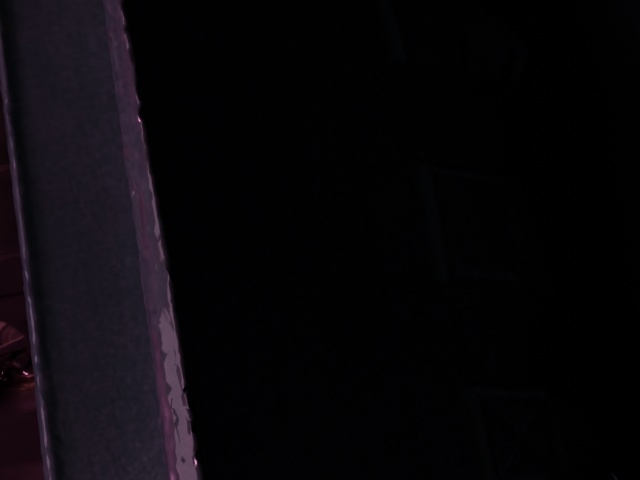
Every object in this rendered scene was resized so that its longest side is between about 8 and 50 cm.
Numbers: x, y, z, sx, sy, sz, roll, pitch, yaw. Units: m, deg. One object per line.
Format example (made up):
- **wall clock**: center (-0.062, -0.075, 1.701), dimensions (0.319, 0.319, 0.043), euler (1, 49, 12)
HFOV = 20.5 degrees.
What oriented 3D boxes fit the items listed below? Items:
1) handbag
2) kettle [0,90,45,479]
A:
- **handbag**: center (-0.001, 0.000, 0.652), dimensions (0.089, 0.238, 0.327), euler (-23, 71, 40)
- **kettle**: center (-0.201, -0.038, 0.855), dimensions (0.321, 0.228, 0.324), euler (-29, 55, 15)
